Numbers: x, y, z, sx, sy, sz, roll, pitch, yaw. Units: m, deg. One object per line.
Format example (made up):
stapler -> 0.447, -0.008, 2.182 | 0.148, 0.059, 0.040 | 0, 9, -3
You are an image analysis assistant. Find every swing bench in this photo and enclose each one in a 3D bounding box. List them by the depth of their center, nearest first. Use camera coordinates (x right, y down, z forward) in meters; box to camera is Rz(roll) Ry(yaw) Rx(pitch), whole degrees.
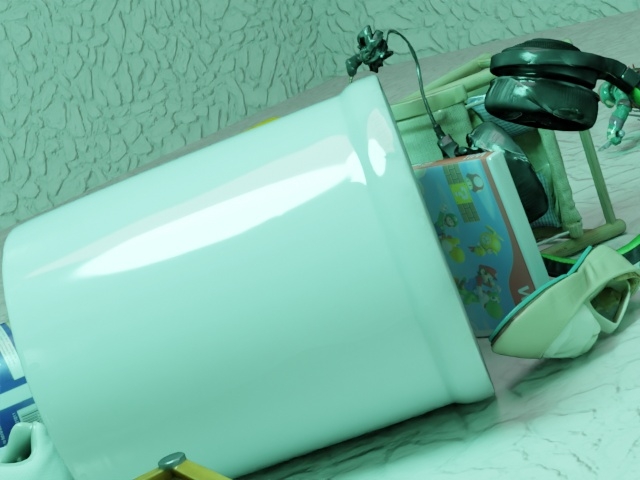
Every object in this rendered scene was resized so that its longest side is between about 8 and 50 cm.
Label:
swing bench -> 0.199, -0.079, 1.853 | 0.255, 0.253, 0.165 | -27, 14, -31

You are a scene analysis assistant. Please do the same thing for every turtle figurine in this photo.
turtle figurine -> 0.496, -0.207, 2.338 | 0.175, 0.118, 0.234 | -27, 20, -35

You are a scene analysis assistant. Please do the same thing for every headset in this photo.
headset -> 0.214, -0.118, 1.663 | 0.243, 0.394, 0.185 | -60, -5, -2

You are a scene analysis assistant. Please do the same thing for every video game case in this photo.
video game case -> 0.116, 0.014, 1.677 | 0.285, 0.204, 0.025 | -7, 21, 45

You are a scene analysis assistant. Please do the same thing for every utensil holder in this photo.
utensil holder -> -0.067, 0.059, 1.484 | 0.386, 0.327, 0.327 | -20, 11, 6

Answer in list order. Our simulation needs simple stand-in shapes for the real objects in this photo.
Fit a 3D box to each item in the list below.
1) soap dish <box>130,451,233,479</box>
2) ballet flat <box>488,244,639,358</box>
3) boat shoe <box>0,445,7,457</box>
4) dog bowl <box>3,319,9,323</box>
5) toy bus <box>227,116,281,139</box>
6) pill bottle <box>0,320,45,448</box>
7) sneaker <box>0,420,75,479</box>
soap dish -> -0.123, 0.263, 1.129 | 0.229, 0.118, 0.291 | -24, 12, -23
ballet flat -> 0.254, 0.069, 1.521 | 0.086, 0.086, 0.248 | -10, 13, 36
boat shoe -> -0.324, 0.246, 1.711 | 0.142, 0.049, 0.040 | -14, -27, 2
dog bowl -> -0.289, 0.125, 2.073 | 0.349, 0.102, 0.349 | -19, 11, 4
toy bus -> -0.084, -0.055, 1.797 | 0.130, 0.108, 0.333 | -57, -10, 26
pill bottle -> -0.438, 0.205, 1.810 | 0.265, 0.153, 0.153 | -22, 12, -18
sneaker -> -0.348, 0.272, 1.420 | 0.111, 0.129, 0.297 | -6, 19, 42
